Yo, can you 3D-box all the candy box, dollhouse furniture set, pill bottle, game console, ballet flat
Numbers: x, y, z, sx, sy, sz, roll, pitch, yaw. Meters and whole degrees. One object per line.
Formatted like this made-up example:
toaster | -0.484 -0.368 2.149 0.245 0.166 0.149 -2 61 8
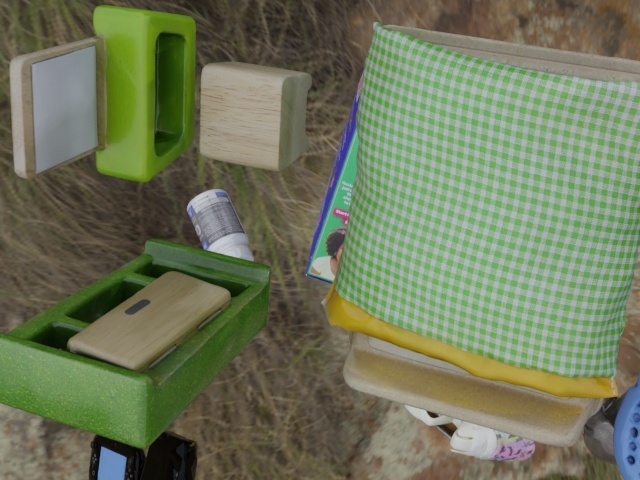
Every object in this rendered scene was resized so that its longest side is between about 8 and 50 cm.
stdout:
candy box | 0.084 -0.120 1.665 0.122 0.268 0.317 16 120 -2
dollhouse furniture set | 0.000 0.000 0.515 0.302 0.151 0.197 12 113 20
pill bottle | -0.170 -0.013 1.787 0.078 0.078 0.137 -30 67 8
game console | -0.314 0.413 1.742 0.044 0.361 0.213 19 80 -33
ballet flat | 0.169 0.228 1.351 0.222 0.079 0.076 32 119 21

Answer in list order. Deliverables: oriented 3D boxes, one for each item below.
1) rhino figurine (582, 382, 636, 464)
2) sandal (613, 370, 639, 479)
rhino figurine | 0.337 0.144 0.929 0.243 0.073 0.106 -16 123 28
sandal | 0.267 0.063 0.543 0.126 0.138 0.317 57 134 16
